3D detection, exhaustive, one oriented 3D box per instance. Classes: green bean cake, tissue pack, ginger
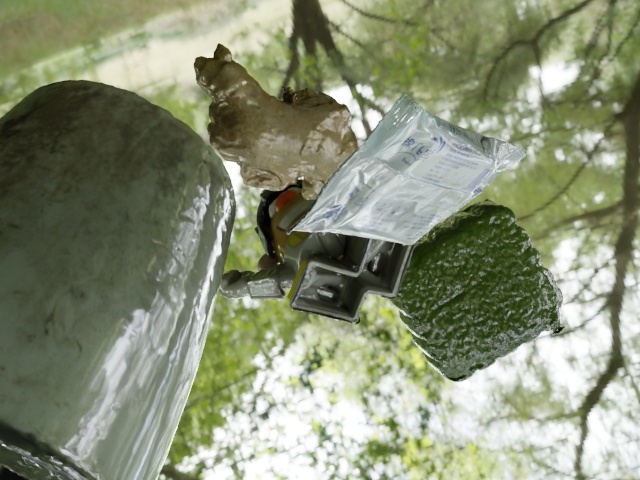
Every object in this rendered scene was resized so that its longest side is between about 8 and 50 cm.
[{"bbox_3d":[0.254,0.083,1.647,0.250,0.247,0.156,-32,-174,-2],"label":"green bean cake"},{"bbox_3d":[0.066,-0.039,0.693,0.122,0.026,0.193,-41,156,22],"label":"tissue pack"},{"bbox_3d":[-0.061,-0.128,1.118,0.213,0.137,0.074,22,177,-21],"label":"ginger"}]

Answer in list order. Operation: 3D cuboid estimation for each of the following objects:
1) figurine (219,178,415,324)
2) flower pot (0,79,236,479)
[{"bbox_3d":[-0.002,0.003,1.336,0.308,0.143,0.308,-8,-159,3],"label":"figurine"},{"bbox_3d":[-0.223,0.056,0.812,0.294,0.293,0.330,-9,-135,41],"label":"flower pot"}]
